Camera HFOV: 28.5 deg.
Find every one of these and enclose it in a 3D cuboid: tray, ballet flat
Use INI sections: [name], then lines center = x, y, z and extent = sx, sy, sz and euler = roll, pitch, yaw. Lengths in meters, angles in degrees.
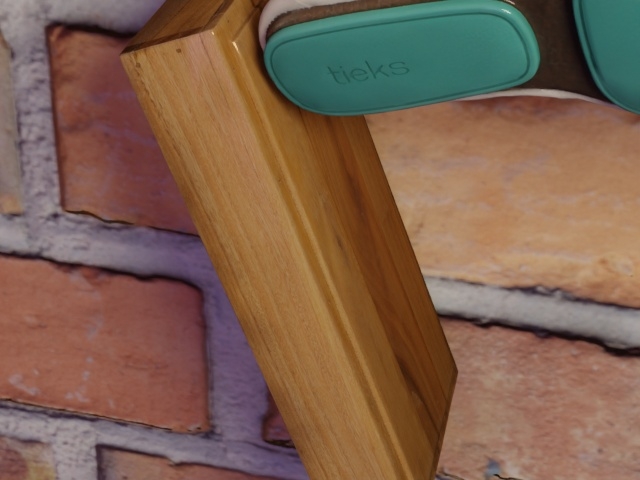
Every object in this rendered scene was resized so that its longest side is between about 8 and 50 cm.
[tray]
center = 0.000, 0.000, 0.922
extent = 0.076, 0.203, 0.411
euler = -10, 118, 21
[ballet flat]
center = 0.151, -0.143, 0.714
extent = 0.400, 0.139, 0.139
euler = 4, 123, 29
